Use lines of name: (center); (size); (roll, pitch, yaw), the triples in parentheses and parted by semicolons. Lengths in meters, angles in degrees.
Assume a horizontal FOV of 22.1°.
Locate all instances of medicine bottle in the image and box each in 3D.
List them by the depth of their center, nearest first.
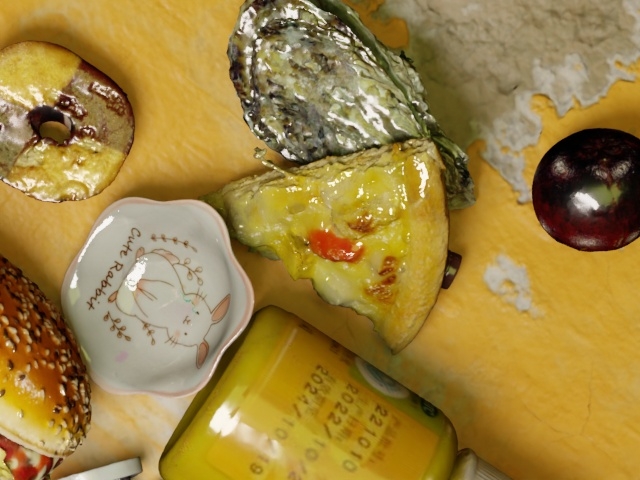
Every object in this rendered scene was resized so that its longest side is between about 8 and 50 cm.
medicine bottle: (0.041, 0.256, 1.731); (0.384, 0.224, 0.224); (34, 83, -3)

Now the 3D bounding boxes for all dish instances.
dish: (-0.164, 0.063, 1.771); (0.229, 0.081, 0.229); (-3, 83, 22)

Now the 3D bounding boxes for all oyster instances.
oyster: (0.040, -0.141, 1.809); (0.351, 0.162, 0.158); (39, 50, -12)

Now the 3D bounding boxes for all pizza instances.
pizza: (0.000, 0.000, 1.785); (0.288, 0.075, 0.280); (7, 128, 15)

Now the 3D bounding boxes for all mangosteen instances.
mangosteen: (0.311, -0.049, 1.835); (0.152, 0.152, 0.152); (0, 86, -7)

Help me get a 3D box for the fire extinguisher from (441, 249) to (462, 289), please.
fire extinguisher: (0.076, 0.011, 1.845); (0.157, 0.045, 0.078); (24, 106, -6)

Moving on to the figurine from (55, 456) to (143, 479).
figurine: (-0.206, 0.356, 1.745); (0.176, 0.133, 0.236); (-11, 82, -26)

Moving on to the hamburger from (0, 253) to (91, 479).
hamburger: (-0.352, 0.122, 1.666); (0.176, 0.300, 0.300); (-34, 91, 8)

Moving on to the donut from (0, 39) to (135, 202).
donut: (-0.295, -0.126, 1.790); (0.184, 0.073, 0.166); (21, 83, -6)
